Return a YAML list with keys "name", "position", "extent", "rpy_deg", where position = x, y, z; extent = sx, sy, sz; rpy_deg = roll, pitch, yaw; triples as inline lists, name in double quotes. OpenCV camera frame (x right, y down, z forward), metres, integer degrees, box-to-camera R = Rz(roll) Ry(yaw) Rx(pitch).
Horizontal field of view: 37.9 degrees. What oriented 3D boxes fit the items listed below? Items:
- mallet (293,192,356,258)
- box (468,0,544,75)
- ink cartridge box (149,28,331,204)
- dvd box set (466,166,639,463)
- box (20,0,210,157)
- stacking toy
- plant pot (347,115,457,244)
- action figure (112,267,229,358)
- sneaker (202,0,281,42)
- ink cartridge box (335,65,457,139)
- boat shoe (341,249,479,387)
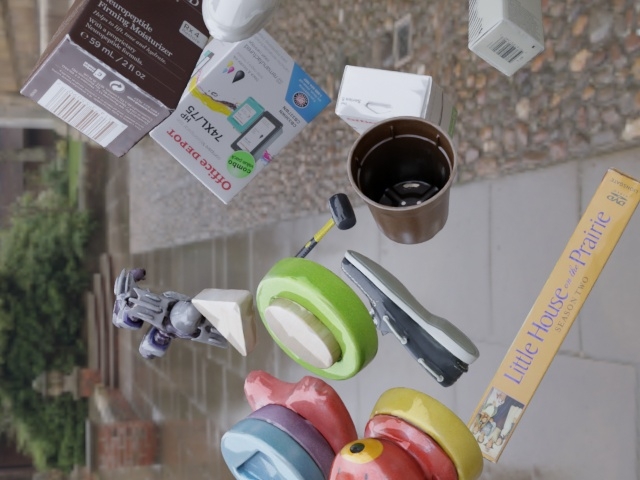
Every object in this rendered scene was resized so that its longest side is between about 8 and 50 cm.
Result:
- name: "mallet"
  position: [0.000, 0.000, 1.671]
  extent: [0.190, 0.039, 0.062]
  rpy_deg: [-53, 46, 30]
- name: "box"
  position: [0.350, -0.449, 1.765]
  extent: [0.094, 0.113, 0.275]
  rpy_deg: [-39, 30, 41]
- name: "ink cartridge box"
  position: [-0.158, -0.246, 1.703]
  extent: [0.270, 0.198, 0.197]
  rpy_deg: [-45, 23, 5]
- name: "dvd box set"
  position: [0.332, 0.118, 1.359]
  extent: [0.420, 0.062, 0.307]
  rpy_deg: [-61, -14, -1]
- name: "box"
  position: [-0.273, -0.260, 1.281]
  extent: [0.167, 0.168, 0.203]
  rpy_deg: [-28, 36, 48]
- name: "stacking toy"
  position: [-0.030, 0.174, 0.920]
  extent: [0.309, 0.130, 0.279]
  rpy_deg: [-16, 112, 53]
- name: "plant pot"
  position: [0.138, -0.084, 1.475]
  extent: [0.165, 0.167, 0.167]
  rpy_deg: [66, -167, -62]
- name: "action figure"
  position: [-0.228, 0.106, 1.368]
  extent: [0.285, 0.185, 0.099]
  rpy_deg: [-17, 43, 61]
- name: "sneaker"
  position: [-0.068, -0.327, 0.996]
  extent: [0.115, 0.090, 0.232]
  rpy_deg: [81, -149, -84]
- name: "ink cartridge box"
  position: [0.174, -0.283, 2.056]
  extent: [0.273, 0.198, 0.115]
  rpy_deg: [24, -102, -69]
- name: "boat shoe"
  position: [0.141, 0.139, 1.661]
  extent: [0.091, 0.302, 0.114]
  rpy_deg: [-52, -15, 16]
